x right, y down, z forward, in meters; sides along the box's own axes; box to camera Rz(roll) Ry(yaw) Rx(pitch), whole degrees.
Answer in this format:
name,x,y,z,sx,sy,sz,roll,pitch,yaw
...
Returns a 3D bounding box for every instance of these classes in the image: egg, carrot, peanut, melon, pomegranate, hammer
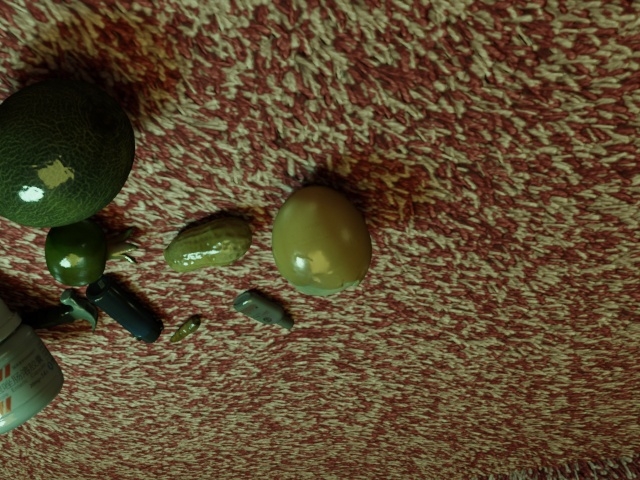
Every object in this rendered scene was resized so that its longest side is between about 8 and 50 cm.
name,x,y,z,sx,sy,sz,roll,pitch,yaw
egg,0.000,0.000,1.460,0.200,0.201,0.245,-5,129,10
carrot,-0.363,0.242,1.945,0.035,0.036,0.165,25,141,-27
peanut,-0.242,0.016,1.579,0.225,0.095,0.108,-16,143,25
melon,-0.460,-0.142,1.257,0.301,0.238,0.237,-26,135,33
pomegranate,-0.496,0.018,1.585,0.191,0.131,0.152,-10,142,-21
hammer,-0.686,0.196,1.897,0.226,0.041,0.159,-12,139,18

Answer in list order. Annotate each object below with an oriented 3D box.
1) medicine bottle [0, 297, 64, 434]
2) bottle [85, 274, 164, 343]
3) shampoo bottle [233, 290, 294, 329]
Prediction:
name,x,y,z,sx,sy,sz,roll,pitch,yaw
medicine bottle,-0.810,0.295,1.801,0.245,0.245,0.306,-21,108,28
bottle,-0.486,0.180,1.832,0.082,0.072,0.244,-36,137,1
shampoo bottle,-0.136,0.180,1.841,0.165,0.040,0.080,32,133,-33
